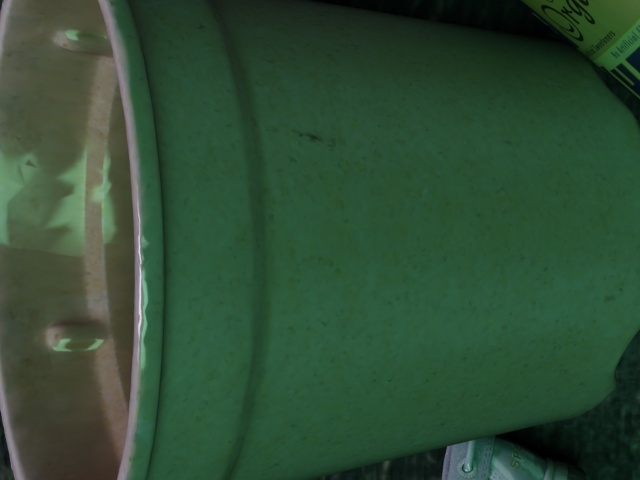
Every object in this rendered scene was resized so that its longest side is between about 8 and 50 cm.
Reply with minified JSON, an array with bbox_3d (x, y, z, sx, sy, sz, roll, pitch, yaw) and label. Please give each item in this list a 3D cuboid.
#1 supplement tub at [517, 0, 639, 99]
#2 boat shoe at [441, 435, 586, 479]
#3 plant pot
[{"bbox_3d":[0.219,-0.175,0.894,0.316,0.228,0.228,39,110,0],"label":"supplement tub"},{"bbox_3d":[0.071,0.279,1.159,0.103,0.118,0.320,25,101,1],"label":"boat shoe"},{"bbox_3d":[0.000,0.000,0.943,0.305,0.334,0.333,-2,115,-22],"label":"plant pot"}]
